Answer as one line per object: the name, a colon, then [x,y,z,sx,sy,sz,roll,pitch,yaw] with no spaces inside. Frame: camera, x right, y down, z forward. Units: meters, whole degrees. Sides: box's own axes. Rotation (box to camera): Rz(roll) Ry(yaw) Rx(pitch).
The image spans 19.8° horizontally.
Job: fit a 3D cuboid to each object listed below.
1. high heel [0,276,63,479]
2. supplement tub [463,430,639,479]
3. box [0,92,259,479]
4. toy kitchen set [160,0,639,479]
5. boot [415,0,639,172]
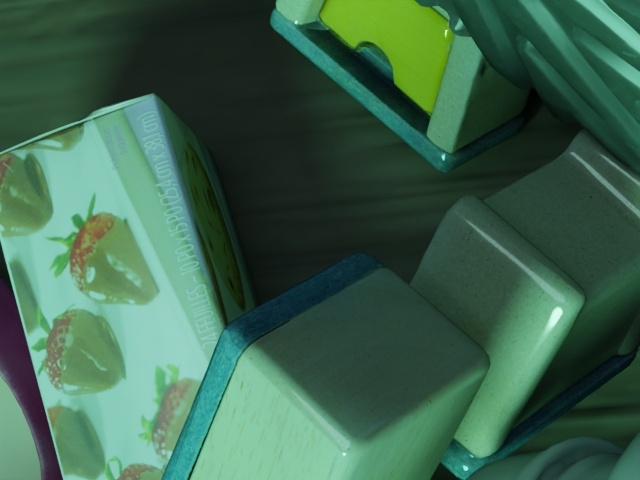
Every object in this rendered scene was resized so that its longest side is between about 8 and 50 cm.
high heel: [-0.118,0.084,0.550,0.082,0.117,0.244,-23,72,10]
supplement tub: [0.172,0.111,0.392,0.272,0.191,0.191,-13,73,30]
box: [-0.025,0.116,0.545,0.063,0.067,0.324,-21,71,9]
toy kitchen set: [0.000,0.000,0.518,0.166,0.207,0.122,42,134,21]
boot: [0.165,-0.246,0.503,0.367,0.146,0.445,38,72,18]
